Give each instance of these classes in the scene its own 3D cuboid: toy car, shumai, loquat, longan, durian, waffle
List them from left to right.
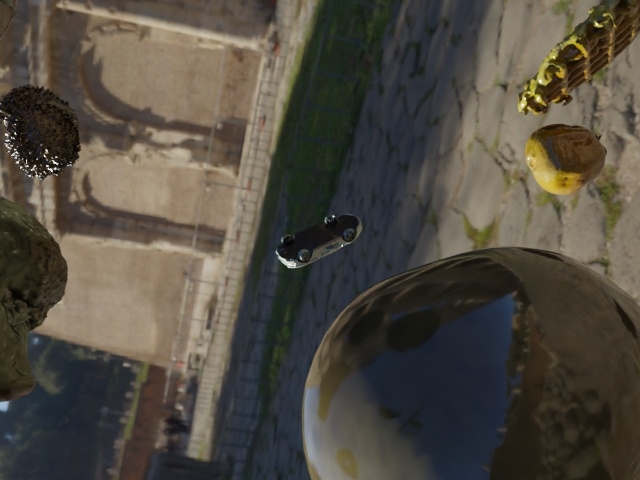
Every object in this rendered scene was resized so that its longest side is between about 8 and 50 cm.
[{"bbox_3d":[-0.446,0.075,0.977,0.272,0.222,0.203,57,-151,-37],"label":"shumai"},{"bbox_3d":[-0.589,-0.229,1.600,0.167,0.196,0.196,-45,14,4],"label":"durian"},{"bbox_3d":[0.000,0.000,1.724,0.095,0.205,0.056,39,146,50],"label":"toy car"},{"bbox_3d":[0.155,0.170,0.749,0.361,0.361,0.360,-170,90,-81],"label":"longan"},{"bbox_3d":[0.427,-0.146,1.350,0.113,0.137,0.137,76,-169,-46],"label":"loquat"},{"bbox_3d":[0.481,-0.344,1.358,0.068,0.325,0.302,51,149,15],"label":"waffle"}]

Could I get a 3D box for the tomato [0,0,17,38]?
[{"bbox_3d":[-0.679,-0.448,1.322,0.317,0.283,0.316,-24,-60,-51],"label":"tomato"}]
